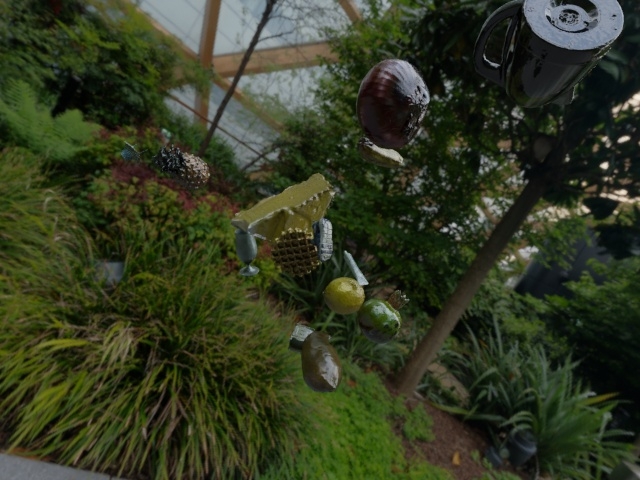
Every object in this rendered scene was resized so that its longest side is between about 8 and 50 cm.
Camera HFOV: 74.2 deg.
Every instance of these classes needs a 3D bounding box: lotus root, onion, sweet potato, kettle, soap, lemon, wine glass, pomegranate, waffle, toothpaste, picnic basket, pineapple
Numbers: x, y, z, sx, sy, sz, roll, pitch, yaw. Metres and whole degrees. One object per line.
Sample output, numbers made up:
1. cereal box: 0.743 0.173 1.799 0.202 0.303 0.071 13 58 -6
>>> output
1. lotus root: 0.274 -0.399 1.973 0.258 0.110 0.097 20 -35 -22
2. onion: 0.206 -0.430 1.351 0.273 0.273 0.285 29 -6 -41
3. sweet potato: -0.002 0.379 1.393 0.130 0.131 0.423 31 4 -7
4. kettle: 0.510 -0.423 1.000 0.250 0.208 0.271 -2 -21 5
5. soap: -0.124 -0.143 1.574 0.169 0.339 0.304 26 -2 44
6. lemon: 0.123 0.288 2.205 0.230 0.193 0.192 5 8 -10
7. wine glass: -0.318 0.046 1.824 0.092 0.203 0.093 -3 26 1
8. pomegranate: 0.218 0.261 1.460 0.159 0.205 0.159 39 10 -8
9. waffle: -0.087 0.044 1.482 0.191 0.191 0.038 31 22 -11
10. toothpaste: 0.173 0.141 2.175 0.064 0.041 0.218 -2 51 -40
11. picnic basket: -0.642 -0.306 1.449 0.065 0.083 0.083 35 -27 37
12. pineapple: -0.587 -0.301 1.738 0.157 0.158 0.278 33 4 22

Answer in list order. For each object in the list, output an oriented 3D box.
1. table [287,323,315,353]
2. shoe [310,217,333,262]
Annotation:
1. table: -0.072 0.368 1.576 0.079 0.063 0.083 17 35 9
2. shoe: 0.000 0.000 1.371 0.071 0.143 0.063 -7 -7 40
